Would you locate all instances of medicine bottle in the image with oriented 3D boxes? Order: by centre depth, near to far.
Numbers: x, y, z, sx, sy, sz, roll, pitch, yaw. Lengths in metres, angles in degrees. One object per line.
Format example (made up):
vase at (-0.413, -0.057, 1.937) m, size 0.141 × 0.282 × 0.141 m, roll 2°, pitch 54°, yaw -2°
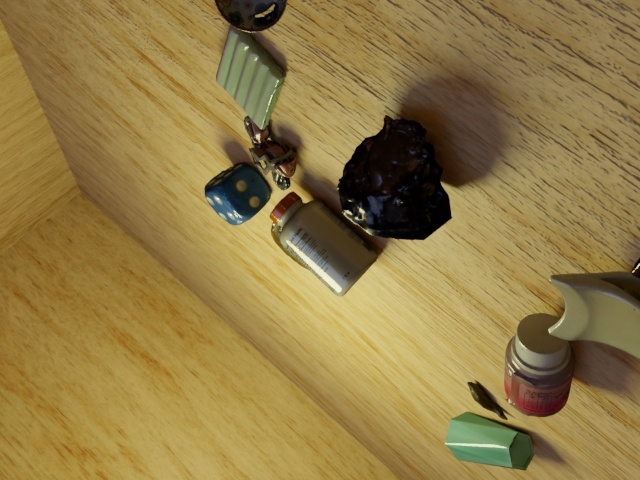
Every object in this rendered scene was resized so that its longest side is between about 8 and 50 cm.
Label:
medicine bottle at (0.467, 0.266, 1.248) m, size 0.147 × 0.147 × 0.247 m, roll 27°, pitch 149°, yaw 34°
medicine bottle at (0.000, 0.000, 1.542) m, size 0.288 × 0.157 × 0.157 m, roll 43°, pitch 155°, yaw 6°

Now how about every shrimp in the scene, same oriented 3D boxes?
shrimp at (-0.065, 0.026, 1.792) m, size 0.287 × 0.068 × 0.185 m, roll 53°, pitch 156°, yaw -21°

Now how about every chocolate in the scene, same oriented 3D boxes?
chocolate at (0.141, -0.137, 1.081) m, size 0.224 × 0.206 × 0.177 m, roll 38°, pitch 145°, yaw 27°

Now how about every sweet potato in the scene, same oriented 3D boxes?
sweet potato at (0.470, 0.459, 1.667) m, size 0.153 × 0.038 × 0.041 m, roll 44°, pitch 178°, yaw -1°

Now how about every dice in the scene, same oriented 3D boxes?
dice at (-0.245, -0.136, 1.726) m, size 0.146 × 0.143 × 0.146 m, roll 3°, pitch 132°, yaw 56°

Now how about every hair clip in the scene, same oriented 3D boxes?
hair clip at (0.544, 0.141, 0.995) m, size 0.282 × 0.113 × 0.173 m, roll 30°, pitch 151°, yaw 41°

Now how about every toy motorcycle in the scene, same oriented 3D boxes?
toy motorcycle at (-0.124, -0.230, 1.476) m, size 0.213 × 0.084 × 0.118 m, roll 61°, pitch 155°, yaw -4°

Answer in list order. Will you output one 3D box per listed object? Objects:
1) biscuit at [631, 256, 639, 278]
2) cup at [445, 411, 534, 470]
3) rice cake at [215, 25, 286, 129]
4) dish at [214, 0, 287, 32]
biscuit at (0.537, -0.009, 0.803) m, size 0.106 × 0.070 × 0.252 m, roll 34°, pitch 153°, yaw 22°
cup at (0.503, 0.595, 1.728) m, size 0.148 × 0.134 × 0.235 m, roll 49°, pitch 152°, yaw -16°
rice cake at (-0.165, -0.373, 1.345) m, size 0.189 × 0.037 × 0.198 m, roll 48°, pitch 150°, yaw -3°
dish at (-0.129, -0.479, 1.113) m, size 0.141 × 0.078 × 0.141 m, roll 2°, pitch 126°, yaw 2°
